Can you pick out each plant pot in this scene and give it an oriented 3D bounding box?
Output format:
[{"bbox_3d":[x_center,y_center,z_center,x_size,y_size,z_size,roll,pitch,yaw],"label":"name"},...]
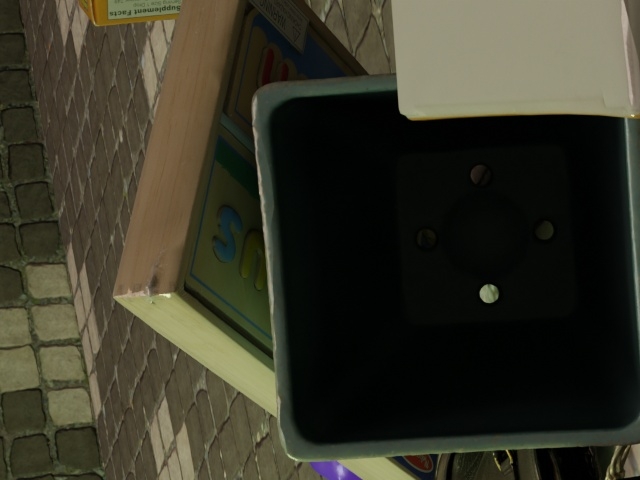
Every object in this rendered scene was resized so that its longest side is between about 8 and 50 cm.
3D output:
[{"bbox_3d":[0.106,0.006,1.336,0.252,0.247,0.247,-21,-74,-79],"label":"plant pot"}]

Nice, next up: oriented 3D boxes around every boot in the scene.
[{"bbox_3d":[0.159,0.234,1.491,0.229,0.091,0.263,129,135,-67],"label":"boot"}]

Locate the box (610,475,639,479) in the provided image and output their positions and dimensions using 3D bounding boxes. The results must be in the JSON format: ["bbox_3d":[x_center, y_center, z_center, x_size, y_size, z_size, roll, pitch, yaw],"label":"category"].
[{"bbox_3d":[0.222,0.237,1.197,0.077,0.147,0.180,135,128,-68],"label":"box"}]

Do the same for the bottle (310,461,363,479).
[{"bbox_3d":[0.030,0.087,1.847,0.118,0.092,0.283,-153,59,-69],"label":"bottle"}]

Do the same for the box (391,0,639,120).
[{"bbox_3d":[0.220,-0.142,0.749,0.215,0.345,0.168,-171,75,-72],"label":"box"}]

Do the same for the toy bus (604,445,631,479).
[{"bbox_3d":[0.212,0.262,1.304,0.191,0.104,0.202,-57,-19,-34],"label":"toy bus"}]

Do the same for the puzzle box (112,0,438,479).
[{"bbox_3d":[0.000,0.000,1.433,0.409,0.052,0.272,42,-127,-52],"label":"puzzle box"}]

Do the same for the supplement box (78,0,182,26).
[{"bbox_3d":[-0.137,-0.281,2.022,0.078,0.233,0.080,-127,36,-59],"label":"supplement box"}]
